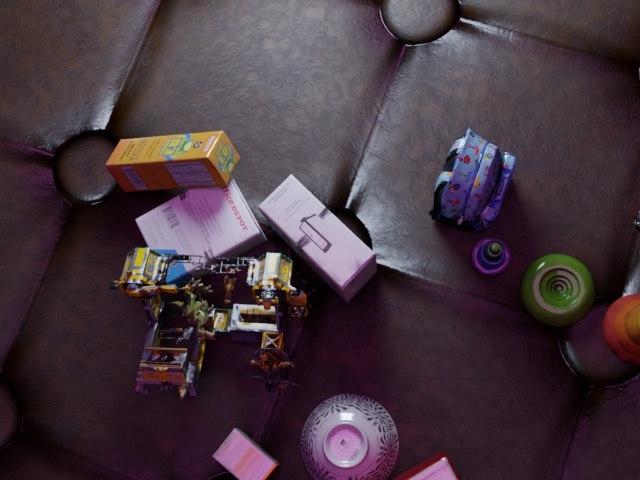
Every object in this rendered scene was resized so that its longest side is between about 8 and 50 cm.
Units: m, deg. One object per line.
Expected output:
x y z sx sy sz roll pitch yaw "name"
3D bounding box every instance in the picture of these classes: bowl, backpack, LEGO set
0.045 0.342 1.337 0.170 0.080 0.170 -2 78 8 "bowl"
0.261 -0.102 1.359 0.117 0.173 0.158 21 80 11 "backpack"
-0.185 0.153 1.316 0.331 0.255 0.192 7 51 -2 "LEGO set"

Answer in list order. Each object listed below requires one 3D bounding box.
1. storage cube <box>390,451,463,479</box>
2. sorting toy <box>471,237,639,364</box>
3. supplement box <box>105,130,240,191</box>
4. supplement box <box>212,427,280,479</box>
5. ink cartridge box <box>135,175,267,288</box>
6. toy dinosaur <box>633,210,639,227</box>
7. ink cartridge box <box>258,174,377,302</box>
0.161 0.457 1.238 0.215 0.193 0.183 -30 76 -1 "storage cube"
0.425 0.085 1.321 0.366 0.126 0.127 26 82 11 "sorting toy"
-0.267 -0.142 1.439 0.234 0.080 0.078 0 49 25 "supplement box"
-0.127 0.378 1.372 0.098 0.036 0.062 38 85 13 "supplement box"
-0.215 -0.018 1.448 0.191 0.082 0.139 -29 75 -1 "ink cartridge box"
0.613 -0.049 1.362 0.118 0.064 0.268 23 85 5 "toy dinosaur"
0.000 0.000 1.383 0.203 0.148 0.086 44 84 13 "ink cartridge box"
